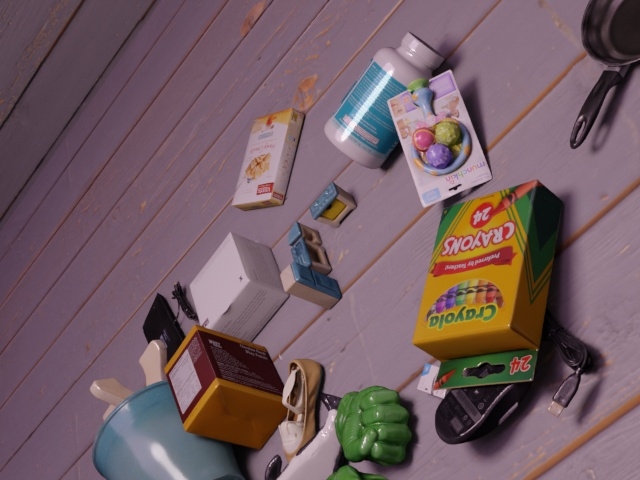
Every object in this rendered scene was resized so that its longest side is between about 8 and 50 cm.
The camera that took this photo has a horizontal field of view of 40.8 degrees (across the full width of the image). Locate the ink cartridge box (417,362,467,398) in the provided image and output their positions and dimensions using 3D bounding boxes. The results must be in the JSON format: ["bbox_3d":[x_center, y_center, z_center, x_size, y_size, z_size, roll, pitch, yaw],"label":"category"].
[{"bbox_3d":[0.205,0.239,1.439,0.083,0.028,0.048,9,78,54],"label":"ink cartridge box"}]

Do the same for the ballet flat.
[{"bbox_3d":[-0.049,0.342,1.675,0.080,0.073,0.232,-22,55,46],"label":"ballet flat"}]

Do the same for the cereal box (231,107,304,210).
[{"bbox_3d":[-0.131,-0.197,2.117,0.173,0.047,0.240,-7,65,51],"label":"cereal box"}]

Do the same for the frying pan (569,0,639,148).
[{"bbox_3d":[0.497,-0.305,1.352,0.197,0.053,0.326,-13,63,49],"label":"frying pan"}]

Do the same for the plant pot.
[{"bbox_3d":[-0.291,0.471,1.779,0.255,0.271,0.272,38,102,39],"label":"plant pot"}]

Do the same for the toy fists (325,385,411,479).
[{"bbox_3d":[0.074,0.386,1.471,0.142,0.096,0.279,-4,66,51],"label":"toy fists"}]

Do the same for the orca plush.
[{"bbox_3d":[-0.033,0.419,1.575,0.102,0.151,0.287,136,151,-65],"label":"orca plush"}]

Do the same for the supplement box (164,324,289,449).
[{"bbox_3d":[-0.193,0.303,1.784,0.129,0.191,0.194,-54,37,16],"label":"supplement box"}]

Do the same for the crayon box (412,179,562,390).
[{"bbox_3d":[0.263,0.072,1.367,0.202,0.081,0.319,-18,46,46],"label":"crayon box"}]

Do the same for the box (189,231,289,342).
[{"bbox_3d":[-0.188,0.113,1.951,0.181,0.119,0.182,-50,38,21],"label":"box"}]

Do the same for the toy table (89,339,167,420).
[{"bbox_3d":[-0.391,0.370,1.979,0.161,0.252,0.274,45,99,24],"label":"toy table"}]

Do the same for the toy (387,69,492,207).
[{"bbox_3d":[0.209,-0.196,1.580,0.136,0.056,0.237,-24,64,19],"label":"toy"}]

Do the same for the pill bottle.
[{"bbox_3d":[0.134,-0.286,1.735,0.264,0.146,0.146,-53,37,19],"label":"pill bottle"}]

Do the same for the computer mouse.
[{"bbox_3d":[0.300,0.233,1.298,0.262,0.060,0.184,-50,32,3],"label":"computer mouse"}]

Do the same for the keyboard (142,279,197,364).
[{"bbox_3d":[-0.376,0.231,2.208,0.202,0.033,0.317,-63,35,16],"label":"keyboard"}]

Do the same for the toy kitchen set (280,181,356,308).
[{"bbox_3d":[0.000,0.000,1.766,0.166,0.122,0.207,-47,39,25],"label":"toy kitchen set"}]
